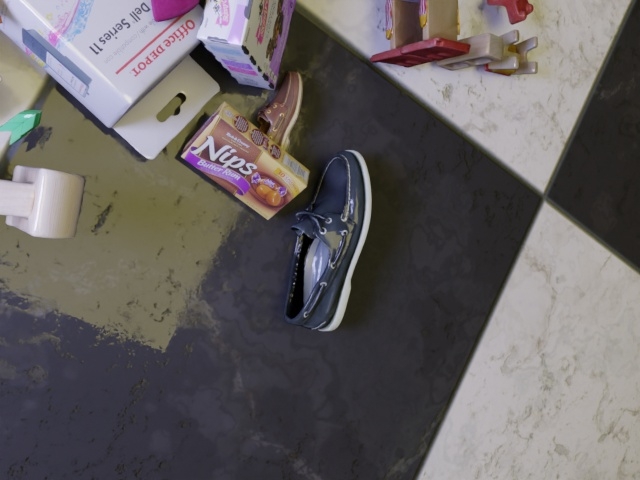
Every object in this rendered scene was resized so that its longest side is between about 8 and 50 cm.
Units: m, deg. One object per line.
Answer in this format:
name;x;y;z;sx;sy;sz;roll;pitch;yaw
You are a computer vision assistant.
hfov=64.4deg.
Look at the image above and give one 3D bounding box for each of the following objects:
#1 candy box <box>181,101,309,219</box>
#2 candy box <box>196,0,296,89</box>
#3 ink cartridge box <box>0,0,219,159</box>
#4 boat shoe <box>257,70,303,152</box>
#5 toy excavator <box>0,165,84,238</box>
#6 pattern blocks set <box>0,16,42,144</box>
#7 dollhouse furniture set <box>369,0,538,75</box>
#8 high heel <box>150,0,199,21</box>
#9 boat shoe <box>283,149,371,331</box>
candy box;-0.123;-0.129;0.854;0.187;0.109;0.053;37;36;-25
candy box;-0.107;-0.347;0.787;0.070;0.196;0.164;14;91;9
ink cartridge box;-0.299;-0.312;0.719;0.353;0.119;0.207;45;60;-23
boat shoe;-0.078;-0.215;0.890;0.060;0.064;0.177;15;92;-27
toy excavator;-0.559;-0.075;0.527;0.433;0.446;0.222;7;94;-67
pattern blocks set;-0.515;-0.231;0.628;0.285;0.026;0.325;-40;111;19
dollhouse furniture set;0.273;-0.441;1.002;0.374;0.152;0.201;-7;99;-41
high heel;-0.228;-0.417;0.692;0.117;0.082;0.244;-32;85;7
boat shoe;-0.003;0.000;0.917;0.113;0.127;0.339;5;103;-37
